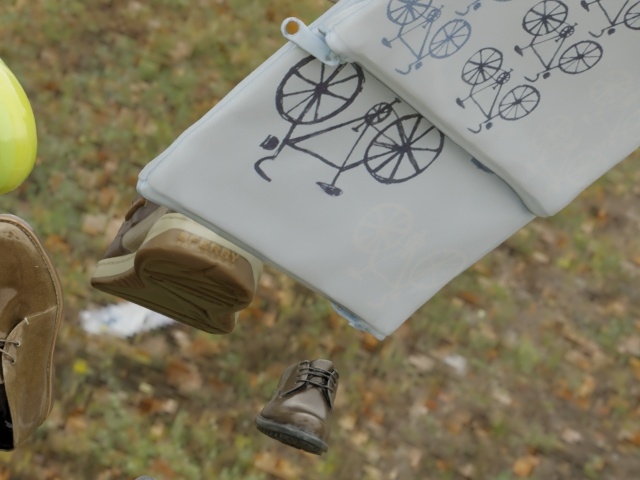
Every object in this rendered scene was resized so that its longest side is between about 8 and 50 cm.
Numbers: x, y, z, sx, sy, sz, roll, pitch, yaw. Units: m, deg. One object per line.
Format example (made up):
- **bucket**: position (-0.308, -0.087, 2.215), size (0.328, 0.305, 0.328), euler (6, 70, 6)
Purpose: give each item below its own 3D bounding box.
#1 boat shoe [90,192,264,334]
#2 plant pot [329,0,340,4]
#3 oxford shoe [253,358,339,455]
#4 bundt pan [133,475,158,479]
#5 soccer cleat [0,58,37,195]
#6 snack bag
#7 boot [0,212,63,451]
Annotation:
- **boat shoe**: position (-0.102, -0.006, 1.333), size (0.123, 0.123, 0.342), euler (22, -13, -8)
- **plant pot**: position (0.114, -0.346, 1.413), size (0.334, 0.305, 0.334), euler (14, 20, -5)
- **oxford shoe**: position (-0.021, 0.174, 1.810), size (0.083, 0.096, 0.227), euler (23, 5, -7)
- **bundt pan**: position (-0.132, 0.375, 1.405), size (0.124, 0.330, 0.331), euler (20, 20, -25)
- **soccer cleat**: position (-0.216, -0.093, 0.948), size (0.121, 0.093, 0.289), euler (-3, 17, -35)
- **snack bag**: position (0.084, -0.076, 1.101), size (0.323, 0.342, 0.037), euler (33, 24, -51)
- **boot**: position (-0.385, 0.119, 2.043), size (0.112, 0.305, 0.115), euler (2, 22, 9)
